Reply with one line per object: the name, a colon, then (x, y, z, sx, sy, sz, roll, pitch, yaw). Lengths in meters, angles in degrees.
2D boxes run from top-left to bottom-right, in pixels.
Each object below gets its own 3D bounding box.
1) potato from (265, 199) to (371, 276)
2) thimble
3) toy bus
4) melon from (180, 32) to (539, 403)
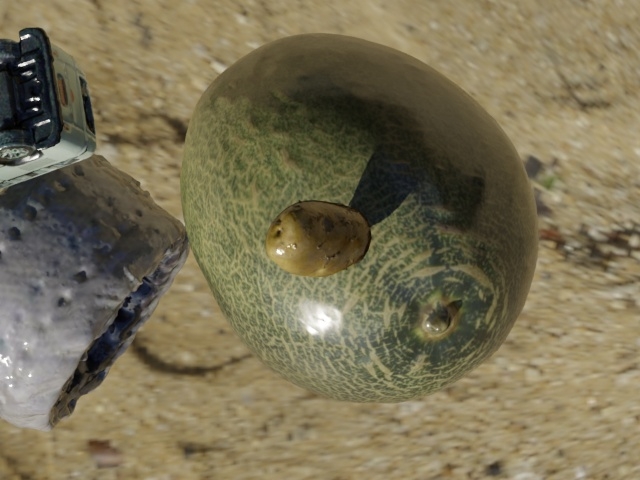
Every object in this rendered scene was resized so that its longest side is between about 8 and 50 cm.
potato: (0.000, 0.000, 1.184, 0.040, 0.083, 0.051, 35, 111, 36)
thimble: (-0.241, 0.043, 1.701, 0.157, 0.217, 0.245, 36, 90, 4)
toy bus: (-0.245, -0.071, 1.285, 0.194, 0.089, 0.087, -18, 72, 21)
melon: (0.023, -0.023, 1.379, 0.248, 0.248, 0.329, -45, 39, 10)
